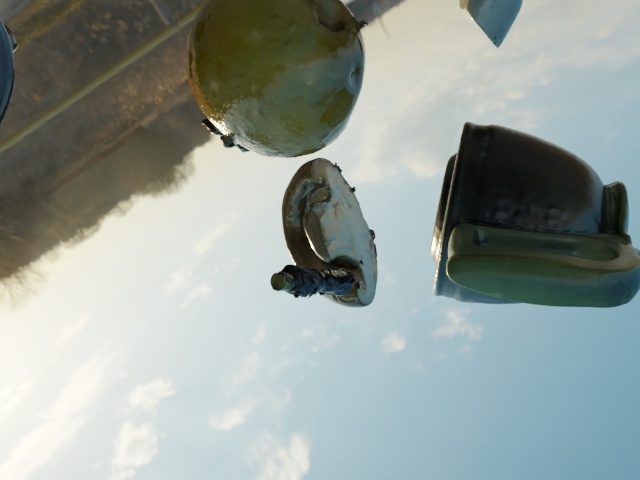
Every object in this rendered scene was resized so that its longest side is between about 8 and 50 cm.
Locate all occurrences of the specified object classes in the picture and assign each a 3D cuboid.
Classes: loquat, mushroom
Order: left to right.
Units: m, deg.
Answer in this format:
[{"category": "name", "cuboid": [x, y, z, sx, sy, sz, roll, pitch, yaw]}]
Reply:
[{"category": "loquat", "cuboid": [-0.060, -0.209, 0.748, 0.244, 0.243, 0.244, -29, -163, 10]}, {"category": "mushroom", "cuboid": [0.000, 0.000, 1.116, 0.151, 0.285, 0.156, -23, 172, 36]}, {"category": "mushroom", "cuboid": [0.261, -0.400, 0.860, 0.093, 0.225, 0.116, 21, -167, 16]}]

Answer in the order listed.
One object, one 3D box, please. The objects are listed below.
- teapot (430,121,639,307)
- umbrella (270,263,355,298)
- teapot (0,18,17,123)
[{"category": "teapot", "cuboid": [0.266, -0.031, 0.746, 0.240, 0.239, 0.321, 10, 173, 13]}, {"category": "umbrella", "cuboid": [-0.009, 0.048, 0.696, 0.040, 0.037, 0.144, -36, 158, 26]}, {"category": "teapot", "cuboid": [-0.596, -0.276, 0.802, 0.315, 0.312, 0.233, -64, 172, -48]}]
